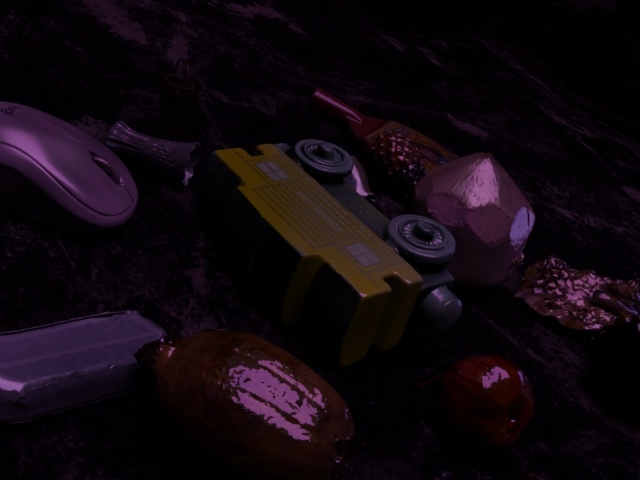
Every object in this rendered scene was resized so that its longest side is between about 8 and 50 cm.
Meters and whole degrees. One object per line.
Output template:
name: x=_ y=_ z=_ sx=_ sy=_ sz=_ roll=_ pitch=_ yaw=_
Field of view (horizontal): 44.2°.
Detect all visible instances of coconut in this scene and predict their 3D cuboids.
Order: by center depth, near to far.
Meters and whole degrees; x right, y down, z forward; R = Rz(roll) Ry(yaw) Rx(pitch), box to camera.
coconut: x=0.254 y=-0.037 z=1.354 sx=0.224 sy=0.234 sz=0.224 roll=17 pitch=32 yaw=-11

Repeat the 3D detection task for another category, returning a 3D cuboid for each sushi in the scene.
sushi: x=0.501 y=0.192 z=1.225 sx=0.150 sy=0.153 sz=0.172 roll=32 pitch=41 yaw=-30

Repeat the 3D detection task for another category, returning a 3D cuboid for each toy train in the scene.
toy train: x=0.000 y=0.000 z=1.172 sx=0.272 sy=0.179 sz=0.442 roll=-14 pitch=44 yaw=-38

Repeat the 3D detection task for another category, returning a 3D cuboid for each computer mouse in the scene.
computer mouse: x=-0.401 y=-0.118 z=1.122 sx=0.296 sy=0.121 sz=0.184 roll=20 pitch=26 yaw=-4

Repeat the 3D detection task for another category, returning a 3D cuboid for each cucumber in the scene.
cucumber: x=0.523 y=0.167 z=1.414 sx=0.134 sy=0.034 sz=0.033 roll=-8 pitch=45 yaw=-45

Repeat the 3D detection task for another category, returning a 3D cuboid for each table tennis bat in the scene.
table tennis bat: x=0.155 y=-0.236 z=1.845 sx=0.414 sy=0.051 sz=0.268 roll=32 pitch=28 yaw=11

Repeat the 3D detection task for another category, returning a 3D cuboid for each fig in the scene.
fig: x=0.208 y=0.209 z=1.017 sx=0.128 sy=0.128 sz=0.150 roll=20 pitch=-13 yaw=-7

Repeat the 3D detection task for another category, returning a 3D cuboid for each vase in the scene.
vase: x=-0.283 y=-0.150 z=1.318 sx=0.148 sy=0.081 sz=0.081 roll=19 pitch=27 yaw=1

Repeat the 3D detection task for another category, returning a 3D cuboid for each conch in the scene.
conch: x=0.046 y=-0.136 z=1.555 sx=0.088 sy=0.065 sz=0.180 roll=-3 pitch=46 yaw=-44

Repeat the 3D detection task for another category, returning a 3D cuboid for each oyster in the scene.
oyster: x=0.469 y=0.093 z=1.432 sx=0.214 sy=0.083 sz=0.223 roll=21 pitch=30 yaw=28

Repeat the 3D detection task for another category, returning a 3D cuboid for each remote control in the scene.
remote control: x=-0.269 y=0.129 z=0.852 sx=0.104 sy=0.052 sz=0.247 roll=41 pitch=29 yaw=28

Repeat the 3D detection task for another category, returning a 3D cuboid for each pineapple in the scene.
pineapple: x=0.187 y=-0.120 z=1.604 sx=0.119 sy=0.111 sz=0.237 roll=-23 pitch=51 yaw=-16

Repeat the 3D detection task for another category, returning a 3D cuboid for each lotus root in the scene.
lotus root: x=-0.082 y=0.173 z=0.834 sx=0.260 sy=0.128 sz=0.145 roll=27 pitch=37 yaw=10

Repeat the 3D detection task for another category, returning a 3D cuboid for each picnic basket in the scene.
picnic basket: x=-0.289 y=-0.332 z=1.628 sx=0.072 sy=0.083 sz=0.072 roll=17 pitch=27 yaw=-9

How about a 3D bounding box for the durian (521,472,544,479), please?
durian: x=0.280 y=0.333 z=0.938 sx=0.130 sy=0.052 sz=0.066 roll=46 pitch=-4 yaw=31
